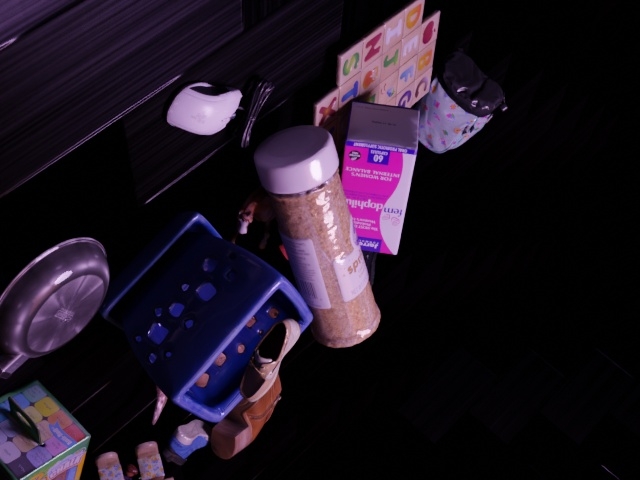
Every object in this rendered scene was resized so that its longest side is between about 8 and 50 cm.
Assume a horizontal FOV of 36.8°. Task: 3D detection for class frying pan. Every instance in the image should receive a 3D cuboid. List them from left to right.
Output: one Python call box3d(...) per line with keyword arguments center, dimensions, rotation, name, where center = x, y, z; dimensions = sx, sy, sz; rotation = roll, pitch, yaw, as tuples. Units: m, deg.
box3d(center=(-0.396, 0.122, 1.253), dimensions=(0.326, 0.053, 0.197), rotation=(-43, 159, -26), name="frying pan")

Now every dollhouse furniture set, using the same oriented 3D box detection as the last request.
box3d(center=(-0.374, 0.484, 1.717), dimensions=(0.242, 0.212, 0.161), rotation=(-14, 150, -14), name="dollhouse furniture set")

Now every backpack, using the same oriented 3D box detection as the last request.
box3d(center=(0.250, -0.253, 1.830), dimensions=(0.115, 0.152, 0.182), rotation=(-31, 166, -29), name="backpack")

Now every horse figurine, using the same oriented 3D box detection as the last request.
box3d(center=(-0.060, -0.071, 1.584), dimensions=(0.263, 0.066, 0.174), rotation=(-36, 159, -32), name="horse figurine")

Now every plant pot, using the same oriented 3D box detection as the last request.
box3d(center=(-0.177, 0.107, 1.439), dimensions=(0.236, 0.212, 0.236), rotation=(-47, 161, -6), name="plant pot")

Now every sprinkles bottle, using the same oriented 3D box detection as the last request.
box3d(center=(0.000, 0.000, 1.495), dimensions=(0.121, 0.121, 0.356), rotation=(-38, 129, -29), name="sprinkles bottle")

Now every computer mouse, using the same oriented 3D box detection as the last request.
box3d(center=(-0.132, -0.169, 1.287), dimensions=(0.193, 0.042, 0.106), rotation=(-13, 140, -59), name="computer mouse")

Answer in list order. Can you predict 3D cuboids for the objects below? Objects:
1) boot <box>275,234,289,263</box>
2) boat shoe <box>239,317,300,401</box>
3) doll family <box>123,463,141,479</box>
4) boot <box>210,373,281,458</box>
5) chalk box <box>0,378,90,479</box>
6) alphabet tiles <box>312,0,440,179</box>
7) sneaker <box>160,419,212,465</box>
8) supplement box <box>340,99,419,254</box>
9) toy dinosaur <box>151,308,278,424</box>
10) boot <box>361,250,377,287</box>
box3d(center=(0.018, -0.033, 1.712), dimensions=(0.176, 0.088, 0.244), rotation=(-32, 176, -35), name="boot")
box3d(center=(-0.081, 0.169, 1.379), dimensions=(0.135, 0.050, 0.045), rotation=(-61, 156, 1), name="boat shoe")
box3d(center=(-0.374, 0.515, 1.965), dimensions=(0.111, 0.076, 0.193), rotation=(-47, 158, 7), name="doll family")
box3d(center=(-0.136, 0.312, 2.068), dimensions=(0.220, 0.109, 0.284), rotation=(-38, 141, -59), name="boot")
box3d(center=(-0.426, 0.300, 1.377), dimensions=(0.132, 0.132, 0.213), rotation=(-29, 153, -44), name="chalk box")
box3d(center=(0.094, -0.238, 1.592), dimensions=(0.342, 0.011, 0.285), rotation=(-42, 150, -35), name="alphabet tiles")
box3d(center=(-0.282, 0.429, 2.026), dimensions=(0.085, 0.058, 0.152), rotation=(-50, 164, 9), name="sneaker")
box3d(center=(0.088, -0.098, 1.545), dimensions=(0.114, 0.111, 0.220), rotation=(-81, 177, -47), name="supplement box")
box3d(center=(-0.202, 0.187, 1.683), dimensions=(0.295, 0.127, 0.200), rotation=(-33, 150, -10), name="toy dinosaur")
box3d(center=(0.037, 0.062, 1.979), dimensions=(0.207, 0.094, 0.247), rotation=(-29, 145, -52), name="boot")
